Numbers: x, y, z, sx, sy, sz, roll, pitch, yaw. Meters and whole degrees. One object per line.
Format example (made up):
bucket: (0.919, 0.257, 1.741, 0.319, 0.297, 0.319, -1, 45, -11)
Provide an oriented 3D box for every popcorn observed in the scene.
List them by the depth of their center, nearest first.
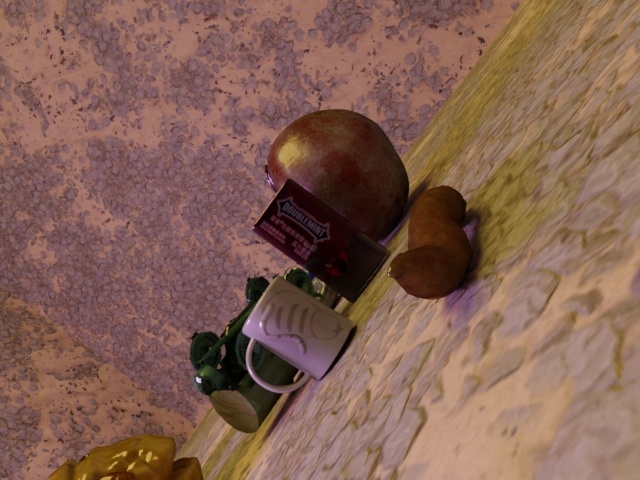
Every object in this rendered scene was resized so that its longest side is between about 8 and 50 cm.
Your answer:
popcorn: (-0.309, 0.428, 0.876, 0.265, 0.225, 0.332, -41, -15, -3)

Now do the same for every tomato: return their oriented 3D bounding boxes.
tomato: (0.034, -0.124, 1.174, 0.283, 0.316, 0.316, -35, 2, 3)

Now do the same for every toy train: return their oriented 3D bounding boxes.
toy train: (-0.082, 0.170, 0.909, 0.127, 0.189, 0.307, -23, 16, 38)

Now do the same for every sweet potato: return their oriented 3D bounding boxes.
sweet potato: (0.109, -0.001, 0.514, 0.059, 0.067, 0.281, -7, 18, 16)

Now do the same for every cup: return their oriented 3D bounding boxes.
cup: (-0.038, 0.134, 0.766, 0.099, 0.133, 0.136, -57, -1, 39)

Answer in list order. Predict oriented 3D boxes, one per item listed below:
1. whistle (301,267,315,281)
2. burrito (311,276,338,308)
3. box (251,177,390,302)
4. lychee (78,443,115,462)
whistle: (-0.006, 0.103, 1.427, 0.244, 0.110, 0.092, -52, 35, -7)
burrito: (-0.047, 0.180, 1.152, 0.096, 0.066, 0.309, 8, 52, 47)
box: (0.000, 0.000, 0.973, 0.120, 0.224, 0.069, -52, 0, 5)
lychee: (-0.462, 0.582, 1.184, 0.267, 0.268, 0.267, -54, 1, 1)
